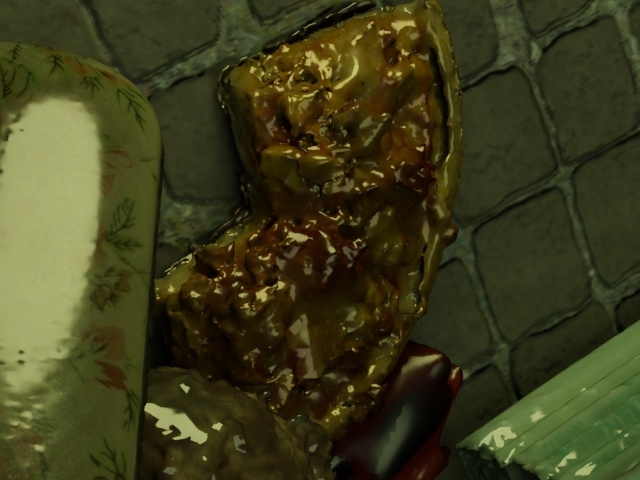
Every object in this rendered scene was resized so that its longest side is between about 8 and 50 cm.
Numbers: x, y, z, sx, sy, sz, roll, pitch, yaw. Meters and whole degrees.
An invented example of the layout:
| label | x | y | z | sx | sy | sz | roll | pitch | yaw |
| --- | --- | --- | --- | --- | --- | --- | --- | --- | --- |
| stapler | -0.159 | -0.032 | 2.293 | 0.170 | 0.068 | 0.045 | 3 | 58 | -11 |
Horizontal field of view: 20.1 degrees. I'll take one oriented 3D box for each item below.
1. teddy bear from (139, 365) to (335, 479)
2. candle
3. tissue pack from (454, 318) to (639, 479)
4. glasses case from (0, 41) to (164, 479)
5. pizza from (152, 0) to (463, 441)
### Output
| label | x | y | z | sx | sy | sz | roll | pitch | yaw |
| --- | --- | --- | --- | --- | --- | --- | --- | --- | --- |
| teddy bear | -0.080 | 0.217 | 0.849 | 0.246 | 0.296 | 0.223 | 12 | 123 | -7 |
| candle | -0.018 | 0.178 | 1.023 | 0.302 | 0.059 | 0.084 | -47 | 108 | -18 |
| tissue pack | 0.306 | 0.161 | 1.140 | 0.388 | 0.162 | 0.287 | -30 | 110 | -24 |
| glasses case | -0.156 | 0.085 | 0.795 | 0.156 | 0.098 | 0.425 | 5 | 54 | -5 |
| pizza | 0.000 | 0.000 | 0.998 | 0.161 | 0.085 | 0.305 | 25 | 82 | -28 |
